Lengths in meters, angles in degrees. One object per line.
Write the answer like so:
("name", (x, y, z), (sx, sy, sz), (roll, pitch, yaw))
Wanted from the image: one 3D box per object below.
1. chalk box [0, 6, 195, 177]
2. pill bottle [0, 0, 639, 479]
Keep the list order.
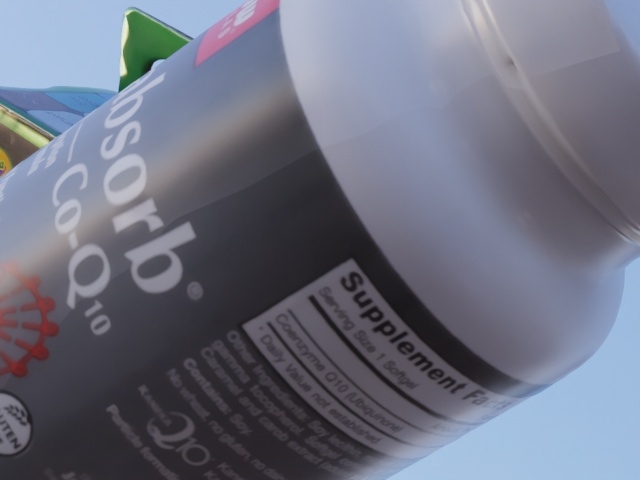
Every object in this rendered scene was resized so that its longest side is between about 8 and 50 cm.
("chalk box", (-0.108, 0.014, 1.115), (0.180, 0.179, 0.289), (32, -68, 39))
("pill bottle", (0.000, 0.000, 0.834), (0.363, 0.210, 0.210), (-33, -60, 23))
